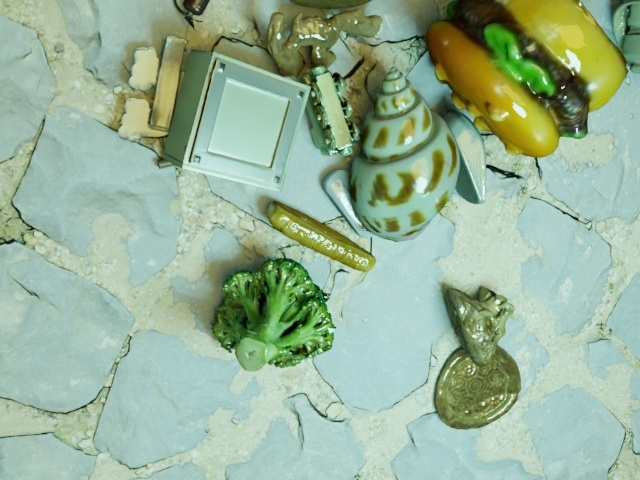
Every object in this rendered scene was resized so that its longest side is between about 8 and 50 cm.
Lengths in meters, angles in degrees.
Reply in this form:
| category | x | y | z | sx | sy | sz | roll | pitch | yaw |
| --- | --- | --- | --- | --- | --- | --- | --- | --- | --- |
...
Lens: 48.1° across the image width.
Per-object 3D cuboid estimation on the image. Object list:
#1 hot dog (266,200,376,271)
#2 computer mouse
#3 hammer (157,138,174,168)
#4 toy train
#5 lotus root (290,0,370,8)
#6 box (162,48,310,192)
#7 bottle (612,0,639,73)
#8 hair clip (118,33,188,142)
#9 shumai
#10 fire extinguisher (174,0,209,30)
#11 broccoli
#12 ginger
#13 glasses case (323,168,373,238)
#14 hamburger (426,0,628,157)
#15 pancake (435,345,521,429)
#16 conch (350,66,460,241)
| category | x | y | z | sx | sy | sz | roll | pitch | yaw |
| --- | --- | --- | --- | --- | --- | --- | --- | --- | --- |
| hot dog | 0.002 | -0.002 | 1.588 | 0.286 | 0.088 | 0.061 | 28 | 98 | -20 |
| computer mouse | 0.334 | -0.191 | 1.635 | 0.079 | 0.128 | 0.231 | -24 | 111 | -6 |
| hammer | -0.324 | -0.203 | 1.462 | 0.035 | 0.019 | 0.110 | -15 | 102 | -16 |
| toy train | 0.013 | -0.270 | 1.504 | 0.080 | 0.125 | 0.194 | -25 | 107 | -20 |
| lotus root | 0.023 | -0.532 | 1.439 | 0.241 | 0.123 | 0.124 | -5 | 68 | -18 |
| box | -0.165 | -0.235 | 1.427 | 0.225 | 0.117 | 0.225 | 11 | 99 | -34 |
| bottle | 0.808 | -0.540 | 1.673 | 0.229 | 0.229 | 0.352 | 6 | 104 | -20 |
| hair clip | -0.312 | -0.294 | 1.420 | 0.140 | 0.054 | 0.220 | 9 | 99 | -25 |
| shumai | 0.394 | 0.190 | 1.732 | 0.153 | 0.161 | 0.209 | -25 | 92 | -8 |
| fire extinguisher | -0.236 | -0.497 | 1.407 | 0.078 | 0.045 | 0.157 | 30 | 93 | 5 |
| broccoli | -0.118 | 0.178 | 1.501 | 0.269 | 0.269 | 0.254 | -38 | 99 | -7 |
| ginger | 0.006 | -0.413 | 1.486 | 0.258 | 0.065 | 0.149 | -14 | 143 | -22 |
| glasses case | 0.073 | -0.081 | 1.612 | 0.067 | 0.045 | 0.178 | -41 | 113 | -9 |
| hamburger | 0.404 | -0.355 | 1.485 | 0.277 | 0.396 | 0.396 | -44 | 114 | 13 |
| pancake | 0.405 | 0.377 | 1.848 | 0.250 | 0.031 | 0.250 | -4 | 104 | -17 |
| conch | 0.175 | -0.175 | 1.538 | 0.249 | 0.197 | 0.368 | -24 | 97 | -11 |
